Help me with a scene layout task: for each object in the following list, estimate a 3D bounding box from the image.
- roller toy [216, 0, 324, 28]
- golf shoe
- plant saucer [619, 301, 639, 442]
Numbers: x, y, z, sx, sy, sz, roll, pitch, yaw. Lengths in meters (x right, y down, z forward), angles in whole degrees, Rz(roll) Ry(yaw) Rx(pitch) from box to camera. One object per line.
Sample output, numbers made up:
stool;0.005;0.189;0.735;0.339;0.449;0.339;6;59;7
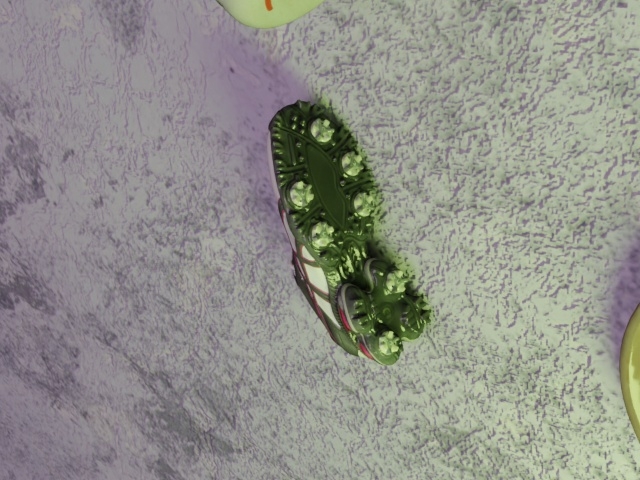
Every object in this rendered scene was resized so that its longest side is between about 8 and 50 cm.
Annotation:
roller toy;-0.030;-0.264;0.776;0.146;0.191;0.209;47;139;9
golf shoe;0.000;0.000;0.993;0.120;0.105;0.273;-5;111;54
plant saucer;0.352;0.135;0.755;0.277;0.041;0.278;32;137;37
